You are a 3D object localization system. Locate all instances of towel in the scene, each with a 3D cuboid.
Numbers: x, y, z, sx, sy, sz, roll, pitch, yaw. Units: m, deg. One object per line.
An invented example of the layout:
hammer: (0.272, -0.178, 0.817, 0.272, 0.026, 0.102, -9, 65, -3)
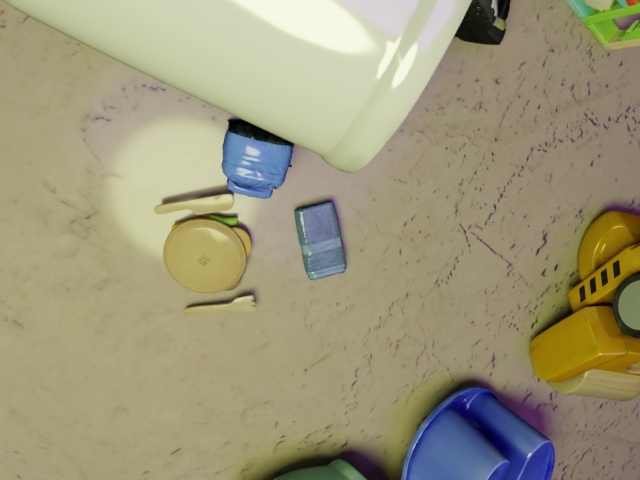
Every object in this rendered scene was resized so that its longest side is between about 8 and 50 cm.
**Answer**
towel: (0.000, 0.000, 0.731, 0.067, 0.029, 0.120, -13, 108, -6)

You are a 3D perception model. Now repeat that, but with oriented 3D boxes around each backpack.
backpack: (-0.085, -0.108, 0.638, 0.097, 0.120, 0.101, 6, 104, -12)

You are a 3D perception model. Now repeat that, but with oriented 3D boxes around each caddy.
caddy: (0.251, 0.427, 0.821, 0.241, 0.179, 0.342, -2, 107, -32)

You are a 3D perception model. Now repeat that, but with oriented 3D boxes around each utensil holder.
utensil holder: (-0.074, -0.293, 0.483, 0.385, 0.327, 0.328, 21, 101, -13)

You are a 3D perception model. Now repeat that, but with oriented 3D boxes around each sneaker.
sneaker: (0.195, -0.317, 0.591, 0.084, 0.234, 0.097, 18, 108, 20)

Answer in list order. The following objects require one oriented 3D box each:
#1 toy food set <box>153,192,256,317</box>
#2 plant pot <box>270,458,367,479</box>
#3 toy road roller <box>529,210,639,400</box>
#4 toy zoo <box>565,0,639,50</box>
toy food set: (-0.169, 0.022, 0.710, 0.132, 0.038, 0.192, -7, 112, 0)
plant pot: (0.014, 0.493, 0.764, 0.196, 0.293, 0.293, -34, 110, -26)
toy road roller: (0.510, 0.104, 0.786, 0.202, 0.241, 0.330, 11, 141, -13)
toy zoo: (0.363, -0.368, 0.602, 0.293, 0.192, 0.030, 39, 96, -18)
